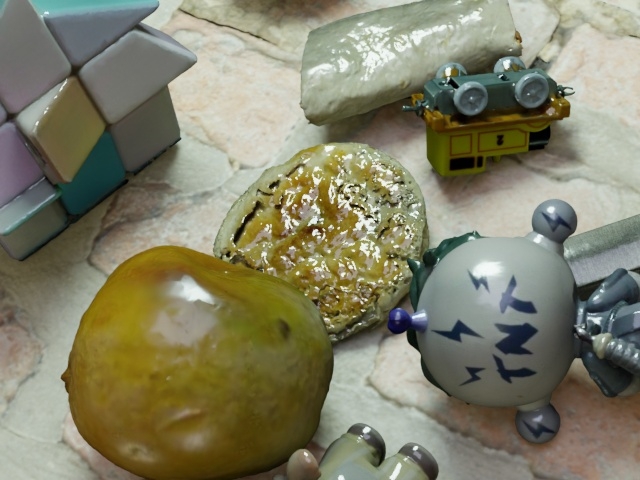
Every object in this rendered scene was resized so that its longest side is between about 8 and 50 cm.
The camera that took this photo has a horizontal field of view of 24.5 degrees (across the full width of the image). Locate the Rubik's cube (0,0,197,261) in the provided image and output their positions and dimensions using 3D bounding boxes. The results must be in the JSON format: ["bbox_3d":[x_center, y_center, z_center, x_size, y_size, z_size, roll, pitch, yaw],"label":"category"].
[{"bbox_3d":[-0.358,-0.196,1.794,0.387,0.368,0.358,-39,43,-13],"label":"Rubik's cube"}]

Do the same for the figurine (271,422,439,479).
[{"bbox_3d":[-0.039,0.338,1.509,0.248,0.203,0.380,36,59,18],"label":"figurine"}]

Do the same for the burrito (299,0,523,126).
[{"bbox_3d":[0.106,-0.239,1.858,0.299,0.105,0.143,-18,37,-2],"label":"burrito"}]

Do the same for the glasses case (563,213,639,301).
[{"bbox_3d":[0.296,0.031,1.706,0.204,0.047,0.071,-18,59,-1],"label":"glasses case"}]

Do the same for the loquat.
[{"bbox_3d":[-0.134,0.143,1.603,0.283,0.276,0.276,13,60,-7],"label":"loquat"}]

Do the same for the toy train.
[{"bbox_3d":[0.204,-0.149,1.791,0.219,0.127,0.089,-8,28,-13],"label":"toy train"}]

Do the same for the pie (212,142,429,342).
[{"bbox_3d":[0.000,0.000,1.776,0.274,0.055,0.274,-6,62,12],"label":"pie"}]

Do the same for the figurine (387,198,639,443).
[{"bbox_3d":[0.269,0.089,1.585,0.381,0.186,0.261,5,82,9],"label":"figurine"}]
